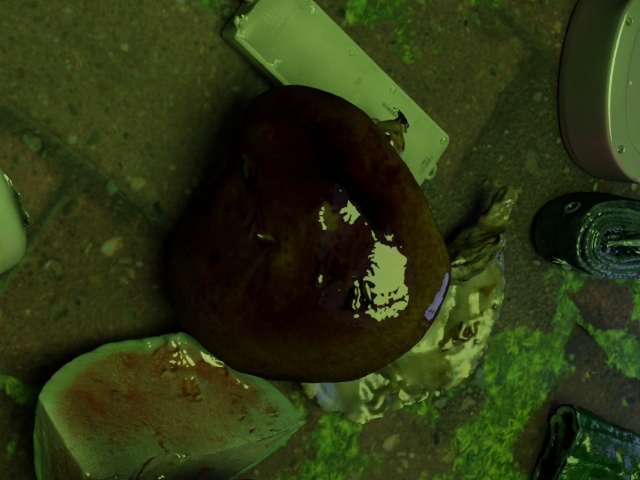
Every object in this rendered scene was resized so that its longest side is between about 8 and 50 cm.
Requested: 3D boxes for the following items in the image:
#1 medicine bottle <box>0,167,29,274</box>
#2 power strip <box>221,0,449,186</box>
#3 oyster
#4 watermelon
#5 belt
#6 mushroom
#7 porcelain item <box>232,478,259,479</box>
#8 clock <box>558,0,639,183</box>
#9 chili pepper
[{"bbox_3d":[-0.489,0.014,1.331,0.378,0.213,0.213,-31,114,-23],"label":"medicine bottle"},{"bbox_3d":[0.020,-0.192,1.705,0.367,0.043,0.106,42,77,-31],"label":"power strip"},{"bbox_3d":[0.136,0.107,1.812,0.396,0.111,0.204,-37,133,-21],"label":"oyster"},{"bbox_3d":[-0.178,0.227,1.582,0.305,0.180,0.224,-12,105,-38],"label":"watermelon"},{"bbox_3d":[0.417,-0.004,1.931,0.218,0.128,0.122,3,97,-33],"label":"belt"},{"bbox_3d":[0.000,0.000,1.596,0.259,0.345,0.345,-11,108,-68],"label":"mushroom"},{"bbox_3d":[-0.097,0.374,1.499,0.178,0.405,0.242,-28,73,2],"label":"porcelain item"},{"bbox_3d":[0.488,-0.227,1.950,0.338,0.102,0.338,-7,103,-30],"label":"clock"},{"bbox_3d":[0.447,0.330,2.030,0.270,0.099,0.136,16,82,-28],"label":"chili pepper"}]
